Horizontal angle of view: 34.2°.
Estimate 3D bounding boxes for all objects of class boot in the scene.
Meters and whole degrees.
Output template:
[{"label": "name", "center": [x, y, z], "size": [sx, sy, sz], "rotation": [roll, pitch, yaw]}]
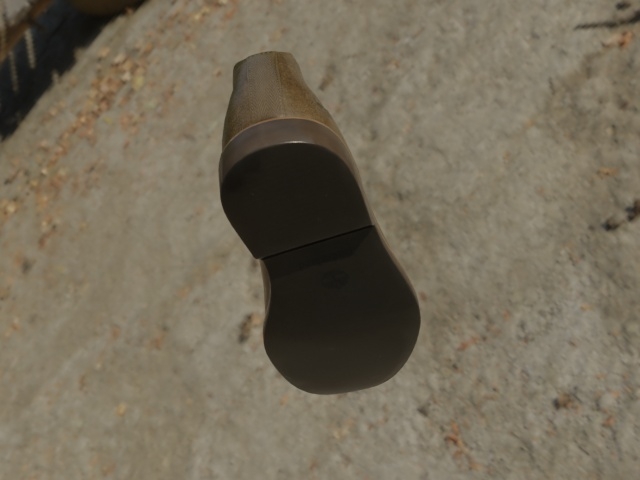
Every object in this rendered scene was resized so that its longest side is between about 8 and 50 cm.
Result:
[{"label": "boot", "center": [0.000, 0.000, 0.720], "size": [0.112, 0.305, 0.115], "rotation": [-13, 49, 2]}]
